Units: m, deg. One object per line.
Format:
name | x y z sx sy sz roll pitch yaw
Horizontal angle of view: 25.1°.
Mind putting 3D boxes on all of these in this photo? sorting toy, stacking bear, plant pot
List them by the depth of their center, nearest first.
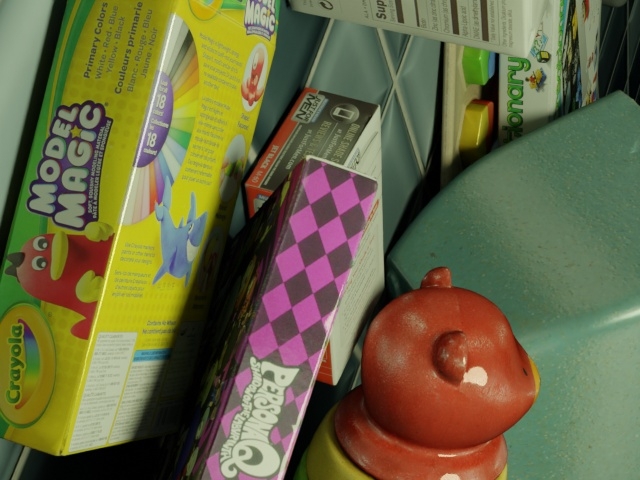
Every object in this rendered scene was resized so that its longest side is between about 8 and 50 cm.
stacking bear | 0.065 0.162 0.987 0.175 0.164 0.289 -85 -173 -60
plant pot | 0.194 0.070 1.177 0.252 0.247 0.248 -19 133 -16
sorting toy | 0.146 -0.145 1.259 0.193 0.038 0.208 -50 149 -55

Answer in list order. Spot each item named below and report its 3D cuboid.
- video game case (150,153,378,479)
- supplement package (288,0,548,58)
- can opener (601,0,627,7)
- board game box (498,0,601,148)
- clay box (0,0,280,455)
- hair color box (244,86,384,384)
video game case | -0.046 0.091 0.703 0.210 0.041 0.232 142 -33 -74
supplement package | 0.079 -0.272 0.774 0.204 0.145 0.262 76 32 -57
can opener | 0.275 -0.209 1.515 0.076 0.095 0.284 -43 143 -59
board game box | 0.206 -0.205 1.271 0.193 0.053 0.305 -54 148 -51
clay box | -0.079 -0.024 0.628 0.127 0.053 0.222 12 92 -74
hair color box | 0.000 0.000 0.895 0.167 0.053 0.093 88 24 -47
